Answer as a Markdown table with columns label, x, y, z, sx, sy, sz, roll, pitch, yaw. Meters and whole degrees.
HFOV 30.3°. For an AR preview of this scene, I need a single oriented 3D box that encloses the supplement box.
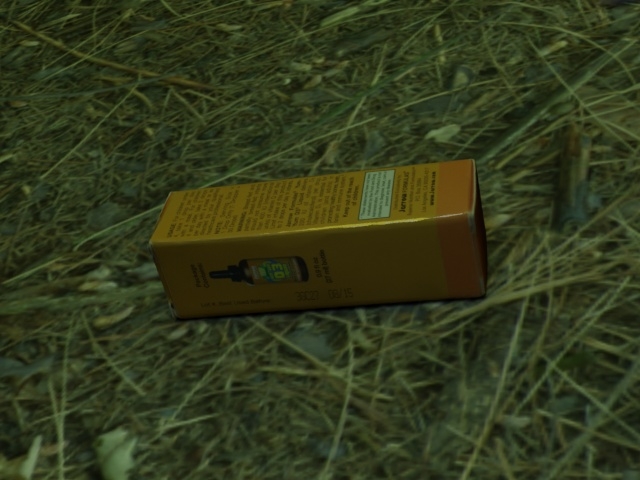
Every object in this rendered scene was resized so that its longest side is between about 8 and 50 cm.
| label | x | y | z | sx | sy | sz | roll | pitch | yaw |
| --- | --- | --- | --- | --- | --- | --- | --- | --- | --- |
| supplement box | 0.000 | 0.000 | 0.854 | 0.234 | 0.078 | 0.080 | -6 | 36 | 11 |
